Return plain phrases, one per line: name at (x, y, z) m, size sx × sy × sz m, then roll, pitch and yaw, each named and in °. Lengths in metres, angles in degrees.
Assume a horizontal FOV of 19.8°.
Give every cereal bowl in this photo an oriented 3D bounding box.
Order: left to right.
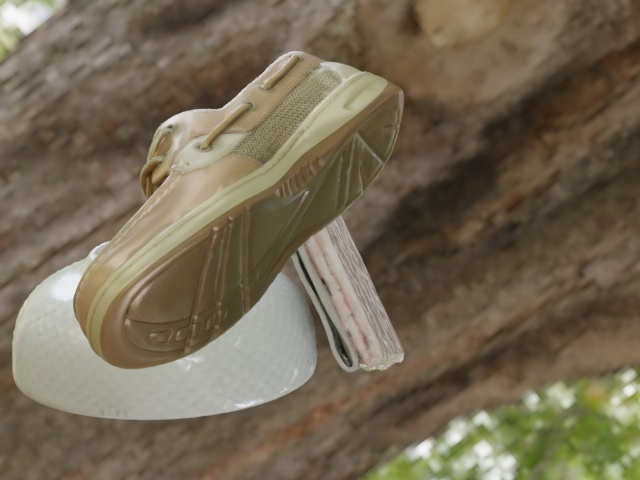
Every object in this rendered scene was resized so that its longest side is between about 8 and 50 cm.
cereal bowl at (-0.174, 0.079, 2.031) m, size 0.339 × 0.339 × 0.141 m, roll -130°, pitch -143°, yaw -71°

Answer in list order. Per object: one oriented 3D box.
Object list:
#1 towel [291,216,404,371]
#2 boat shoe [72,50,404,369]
towel at (0.000, 0.000, 2.124) m, size 0.317 × 0.053 × 0.332 m, roll 16°, pitch 50°, yaw -83°
boat shoe at (-0.071, -0.029, 1.276) m, size 0.110 × 0.341 × 0.122 m, roll 29°, pitch -50°, yaw 19°
